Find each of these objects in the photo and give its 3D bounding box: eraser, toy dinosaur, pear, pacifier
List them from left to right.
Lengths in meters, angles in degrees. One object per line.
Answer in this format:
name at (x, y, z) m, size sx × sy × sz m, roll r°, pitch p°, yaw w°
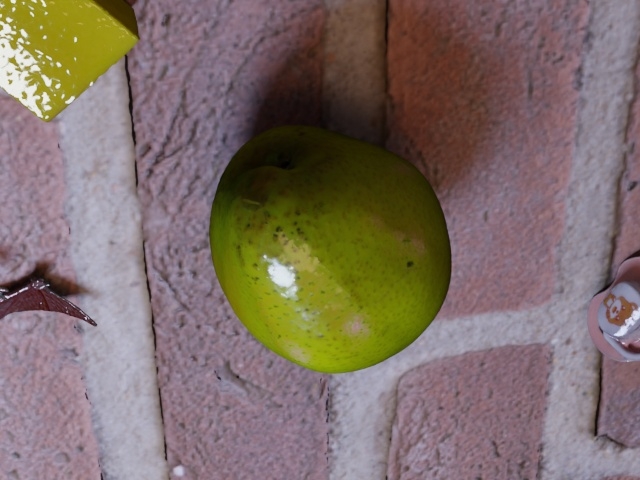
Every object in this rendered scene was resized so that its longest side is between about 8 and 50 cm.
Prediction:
toy dinosaur at (-0.286, 0.053, 1.236) m, size 0.220 × 0.032 × 0.108 m, roll 8°, pitch 129°, yaw -17°
eraser at (-0.202, -0.154, 1.077) m, size 0.097 × 0.045 × 0.122 m, roll -38°, pitch 127°, yaw 18°
pear at (0.000, 0.000, 1.157) m, size 0.187 × 0.187 × 0.220 m, roll -34°, pitch 143°, yaw 14°
pacifier at (0.283, 0.063, 1.363) m, size 0.078 × 0.081 × 0.099 m, roll -1°, pitch 135°, yaw -50°
